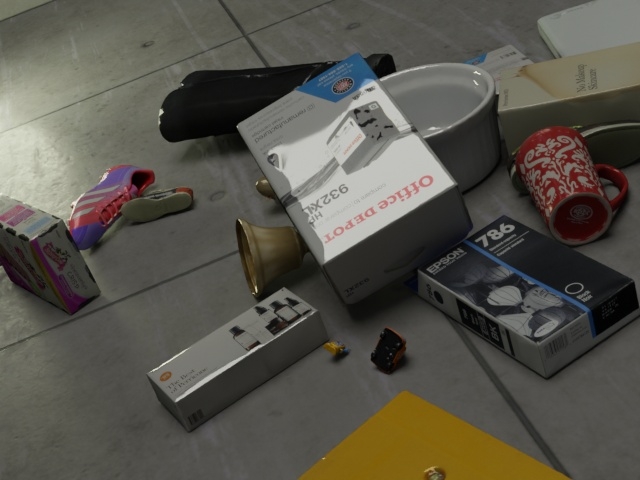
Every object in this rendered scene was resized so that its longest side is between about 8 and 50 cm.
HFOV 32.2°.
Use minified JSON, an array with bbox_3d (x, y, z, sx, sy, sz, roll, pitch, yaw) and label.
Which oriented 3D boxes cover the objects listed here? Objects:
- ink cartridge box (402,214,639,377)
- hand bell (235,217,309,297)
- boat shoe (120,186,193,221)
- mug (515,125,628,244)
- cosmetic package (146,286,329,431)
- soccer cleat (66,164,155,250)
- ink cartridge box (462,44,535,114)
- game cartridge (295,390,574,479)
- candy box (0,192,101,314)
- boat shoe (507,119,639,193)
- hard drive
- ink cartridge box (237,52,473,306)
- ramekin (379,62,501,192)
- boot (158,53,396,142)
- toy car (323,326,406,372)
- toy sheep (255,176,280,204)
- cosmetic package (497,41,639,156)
[{"bbox_3d":[0.255,0.057,1.503,0.165,0.065,0.333,-32,31,-18],"label":"ink cartridge box"},{"bbox_3d":[0.000,0.000,1.727,0.242,0.126,0.126,-13,29,-11],"label":"hand bell"},{"bbox_3d":[-0.301,-0.070,2.049,0.137,0.049,0.043,-13,27,7],"label":"boat shoe"},{"bbox_3d":[0.374,-0.083,1.613,0.150,0.113,0.169,-18,33,8],"label":"mug"},{"bbox_3d":[-0.115,0.161,1.551,0.239,0.060,0.099,-32,31,-20],"label":"cosmetic package"},{"bbox_3d":[-0.392,-0.068,2.073,0.095,0.083,0.248,-3,31,18],"label":"soccer cleat"},{"bbox_3d":[0.337,-0.286,2.010,0.104,0.060,0.180,-20,30,-2],"label":"ink cartridge box"},{"bbox_3d":[0.076,0.320,1.200,0.324,0.052,0.285,-37,34,-23],"label":"game cartridge"},{"bbox_3d":[-0.491,0.020,1.904,0.071,0.159,0.233,-39,35,-27],"label":"candy box"},{"bbox_3d":[0.400,-0.144,1.720,0.228,0.081,0.068,-18,34,9],"label":"boat shoe"},{"bbox_3d":[0.537,-0.373,2.055,0.203,0.040,0.307,-17,31,6],"label":"hard drive"},{"bbox_3d":[0.047,-0.094,1.626,0.223,0.129,0.307,-31,55,-1],"label":"ink cartridge box"},{"bbox_3d":[0.169,-0.175,1.856,0.277,0.135,0.277,-14,31,9],"label":"ramekin"},{"bbox_3d":[-0.117,-0.249,2.110,0.445,0.146,0.367,1,21,24],"label":"boot"},{"bbox_3d":[0.066,0.135,1.495,0.122,0.060,0.040,16,13,36],"label":"toy car"},{"bbox_3d":[-0.048,-0.106,1.921,0.132,0.091,0.091,-14,29,-8],"label":"toy sheep"},{"bbox_3d":[0.452,-0.228,1.798,0.309,0.113,0.160,-9,32,16],"label":"cosmetic package"}]
